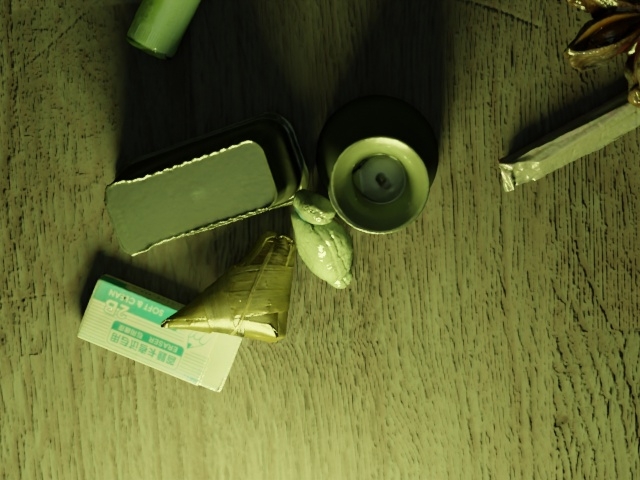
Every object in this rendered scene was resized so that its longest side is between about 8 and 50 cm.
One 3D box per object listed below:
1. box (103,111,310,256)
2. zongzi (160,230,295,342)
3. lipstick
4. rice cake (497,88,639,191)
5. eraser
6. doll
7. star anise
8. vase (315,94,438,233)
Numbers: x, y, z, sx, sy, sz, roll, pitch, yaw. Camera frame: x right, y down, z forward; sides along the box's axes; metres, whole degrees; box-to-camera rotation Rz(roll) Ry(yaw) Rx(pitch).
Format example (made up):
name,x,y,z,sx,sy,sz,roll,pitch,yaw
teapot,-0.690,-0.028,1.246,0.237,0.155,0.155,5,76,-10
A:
name,x,y,z,sx,sy,sz,roll,pitch,yaw
box,-0.156,-0.071,1.700,0.274,0.178,0.138,-20,99,6
zongzi,-0.126,0.057,1.757,0.176,0.078,0.160,9,79,-6
lipstick,-0.171,-0.392,1.696,0.076,0.076,0.304,28,100,-3
rice cake,0.368,-0.151,1.737,0.270,0.049,0.055,-30,120,7
eraser,-0.231,0.133,1.800,0.225,0.052,0.096,22,98,-3
doll,0.000,0.000,1.716,0.071,0.214,0.103,-39,58,-11
star anise,0.432,-0.275,1.686,0.214,0.099,0.220,-15,79,0
vase,0.078,-0.094,1.616,0.173,0.321,0.173,0,100,1
